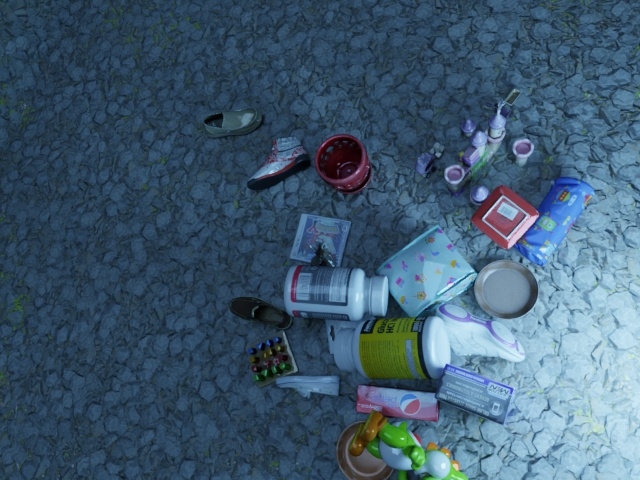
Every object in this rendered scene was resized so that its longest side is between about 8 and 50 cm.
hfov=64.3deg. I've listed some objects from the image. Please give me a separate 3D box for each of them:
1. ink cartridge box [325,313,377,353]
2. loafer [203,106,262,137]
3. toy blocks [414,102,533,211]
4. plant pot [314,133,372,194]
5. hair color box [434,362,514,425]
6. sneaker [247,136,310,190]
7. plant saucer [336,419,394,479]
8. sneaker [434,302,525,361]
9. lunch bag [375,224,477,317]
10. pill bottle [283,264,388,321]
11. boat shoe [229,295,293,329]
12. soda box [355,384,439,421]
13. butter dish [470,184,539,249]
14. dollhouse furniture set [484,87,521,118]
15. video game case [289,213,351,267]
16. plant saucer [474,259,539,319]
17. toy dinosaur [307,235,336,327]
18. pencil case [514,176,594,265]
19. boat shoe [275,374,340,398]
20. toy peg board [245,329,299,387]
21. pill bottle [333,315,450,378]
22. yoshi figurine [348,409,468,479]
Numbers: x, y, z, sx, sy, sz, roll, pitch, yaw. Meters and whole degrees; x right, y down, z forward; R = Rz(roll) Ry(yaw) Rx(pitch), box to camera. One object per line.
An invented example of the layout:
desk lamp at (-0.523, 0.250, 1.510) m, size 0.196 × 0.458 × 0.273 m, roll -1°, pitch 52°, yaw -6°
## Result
ink cartridge box at (0.113, 0.314, 1.780) m, size 0.180 × 0.045 × 0.145 m, roll -15°, pitch 71°, yaw 20°
loafer at (-0.375, -0.497, 2.139) m, size 0.269 × 0.092 × 0.101 m, roll -13°, pitch 71°, yaw 13°
toy blocks at (0.506, -0.300, 1.715) m, size 0.309 × 0.260 × 0.288 m, roll 41°, pitch 89°, yaw 23°
plant pot at (0.090, -0.272, 1.883) m, size 0.191 × 0.174 × 0.190 m, roll -5°, pitch 73°, yaw 15°
hair color box at (0.446, 0.443, 1.470) m, size 0.185 × 0.339 × 0.110 m, roll 17°, pitch 81°, yaw 21°
sneaker at (-0.184, -0.311, 2.028) m, size 0.270 × 0.090 × 0.144 m, roll -26°, pitch 67°, yaw 5°
plant saucer at (0.150, 0.689, 1.655) m, size 0.200 × 0.037 × 0.199 m, roll -5°, pitch 72°, yaw 17°
sneaker at (0.496, 0.316, 1.634) m, size 0.305 × 0.114 × 0.152 m, roll 26°, pitch 121°, yaw 10°
lunch bag at (0.346, 0.116, 1.699) m, size 0.262 × 0.160 × 0.223 m, roll -34°, pitch 68°, yaw -1°
pill bottle at (0.055, 0.173, 1.665) m, size 0.319 × 0.176 × 0.176 m, roll 2°, pitch 75°, yaw 15°
boat shoe at (-0.229, 0.256, 1.869) m, size 0.258 × 0.095 × 0.095 m, roll 10°, pitch 77°, yaw 20°
soda box at (0.250, 0.523, 1.648) m, size 0.264 × 0.083 × 0.092 m, roll 1°, pitch 75°, yaw 17°
butter dish at (0.598, -0.077, 1.663) m, size 0.160 × 0.118 × 0.159 m, roll 41°, pitch 104°, yaw 12°
dollhouse furniture set at (0.658, -0.516, 1.827) m, size 0.091 × 0.081 × 0.114 m, roll 37°, pitch 87°, yaw 23°
video game case at (0.000, 0.000, 1.913) m, size 0.202 × 0.023 × 0.183 m, roll 10°, pitch 78°, yaw 20°
plant saucer at (0.607, 0.162, 1.668) m, size 0.199 × 0.036 × 0.198 m, roll -5°, pitch 74°, yaw 16°
toy dinosaur at (0.004, 0.156, 1.829) m, size 0.160 × 0.121 × 0.313 m, roll 25°, pitch 103°, yaw 26°
pencil case at (0.747, -0.070, 1.647) m, size 0.133 × 0.119 × 0.306 m, roll 34°, pitch 86°, yaw 21°
boat shoe at (-0.046, 0.503, 1.745) m, size 0.227 × 0.083 × 0.075 m, roll -6°, pitch 71°, yaw 15°
toy peg board at (-0.185, 0.420, 1.816) m, size 0.161 × 0.079 × 0.160 m, roll -25°, pitch 69°, yaw 8°
pill bottle at (0.219, 0.338, 1.597) m, size 0.334 × 0.188 × 0.187 m, roll -9°, pitch 71°, yaw 29°
yoshi figurine at (0.263, 0.684, 1.520) m, size 0.362 × 0.203 × 0.202 m, roll 29°, pitch 89°, yaw 6°
